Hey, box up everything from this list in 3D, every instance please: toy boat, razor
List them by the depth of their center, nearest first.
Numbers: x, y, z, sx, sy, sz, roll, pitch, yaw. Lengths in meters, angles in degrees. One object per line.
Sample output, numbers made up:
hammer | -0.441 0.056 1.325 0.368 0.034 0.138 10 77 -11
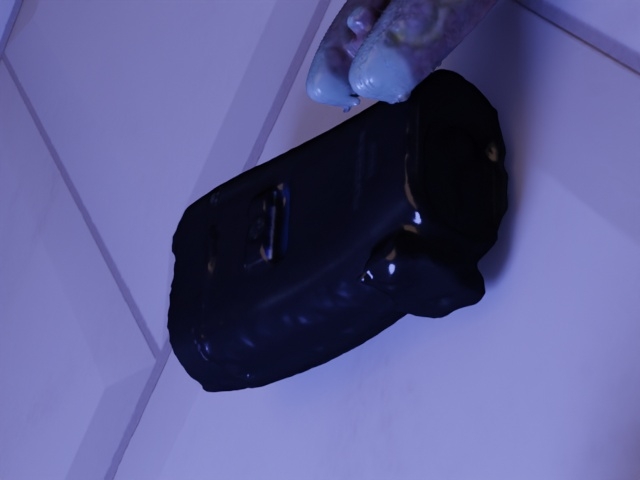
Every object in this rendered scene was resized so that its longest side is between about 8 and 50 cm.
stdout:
toy boat | 0.072 -0.194 0.929 0.227 0.085 0.155 -49 16 -12
razor | 0.004 0.001 1.007 0.327 0.107 0.189 -26 52 46
